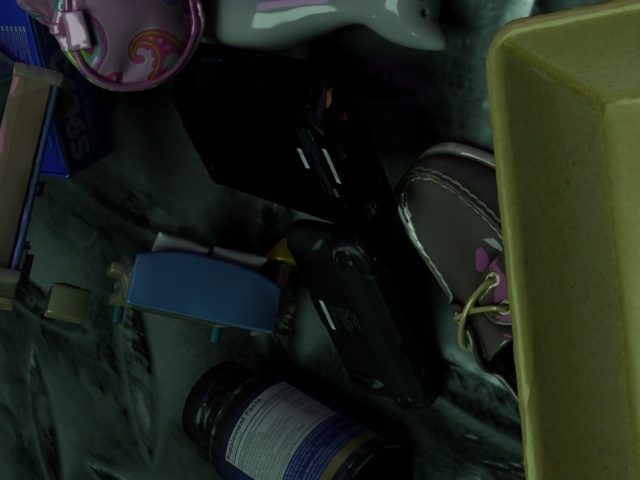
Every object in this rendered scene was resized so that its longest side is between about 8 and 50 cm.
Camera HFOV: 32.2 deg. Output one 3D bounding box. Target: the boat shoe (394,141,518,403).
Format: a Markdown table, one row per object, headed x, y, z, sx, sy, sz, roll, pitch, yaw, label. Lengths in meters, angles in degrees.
| x | y | z | sx | sy | sz | roll | pitch | yaw | label |
| --- | --- | --- | --- | --- | --- | --- | --- | --- | --- |
| 0.160 | 0.063 | 0.814 | 0.324 | 0.097 | 0.116 | 51 | 140 | 12 | boat shoe |

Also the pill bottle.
| x | y | z | sx | sy | sz | roll | pitch | yaw | label |
| --- | --- | --- | --- | --- | --- | --- | --- | --- | --- |
| -0.030 | 0.205 | 1.088 | 0.219 | 0.123 | 0.123 | 25 | 129 | 37 | pill bottle |

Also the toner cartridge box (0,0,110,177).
| x | y | z | sx | sy | sz | roll | pitch | yaw | label |
| --- | --- | --- | --- | --- | --- | --- | --- | --- | --- |
| -0.338 | -0.244 | 1.165 | 0.165 | 0.075 | 0.348 | 8 | 119 | 30 | toner cartridge box |

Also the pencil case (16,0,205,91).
| x | y | z | sx | sy | sz | roll | pitch | yaw | label |
| --- | --- | --- | --- | --- | --- | --- | --- | --- | --- |
| -0.194 | -0.211 | 0.945 | 0.284 | 0.124 | 0.124 | -139 | 37 | -58 | pencil case |

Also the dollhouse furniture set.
| x | y | z | sx | sy | sz | roll | pitch | yaw | label |
| --- | --- | --- | --- | --- | --- | --- | --- | --- | --- |
| -0.181 | -0.015 | 1.119 | 0.286 | 0.303 | 0.198 | 152 | 130 | -71 | dollhouse furniture set |

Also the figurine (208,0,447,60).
| x | y | z | sx | sy | sz | roll | pitch | yaw | label |
| --- | --- | --- | --- | --- | --- | --- | --- | --- | --- |
| 0.001 | -0.234 | 0.824 | 0.209 | 0.092 | 0.215 | 5 | 117 | 41 | figurine |

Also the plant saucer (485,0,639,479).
| x | y | z | sx | sy | sz | roll | pitch | yaw | label |
| --- | --- | --- | --- | --- | --- | --- | --- | --- | --- |
| 0.265 | 0.028 | 0.567 | 0.333 | 0.081 | 0.332 | -6 | 89 | 31 | plant saucer |

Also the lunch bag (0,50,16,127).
| x | y | z | sx | sy | sz | roll | pitch | yaw | label |
| --- | --- | --- | --- | --- | --- | --- | --- | --- | --- |
| -0.445 | -0.088 | 1.101 | 0.160 | 0.262 | 0.223 | 39 | 130 | 10 | lunch bag |

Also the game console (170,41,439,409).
| x | y | z | sx | sy | sz | roll | pitch | yaw | label |
| --- | --- | --- | --- | --- | --- | --- | --- | --- | --- |
| 0.000 | 0.000 | 0.932 | 0.213 | 0.044 | 0.361 | 21 | 143 | 48 | game console |
